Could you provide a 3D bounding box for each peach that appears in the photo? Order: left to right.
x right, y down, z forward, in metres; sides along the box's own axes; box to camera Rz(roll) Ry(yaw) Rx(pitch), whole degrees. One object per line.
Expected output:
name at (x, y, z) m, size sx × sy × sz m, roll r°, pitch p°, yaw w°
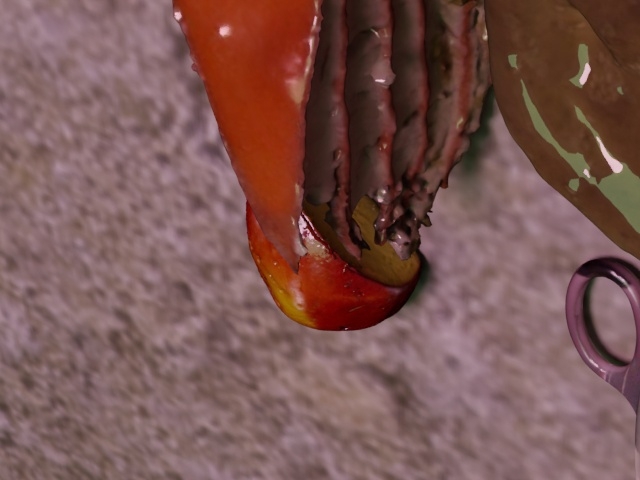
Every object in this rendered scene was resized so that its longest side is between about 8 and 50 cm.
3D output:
peach at (0.000, 0.000, 0.790) m, size 0.077 × 0.050 × 0.083 m, roll 18°, pitch 129°, yaw 30°

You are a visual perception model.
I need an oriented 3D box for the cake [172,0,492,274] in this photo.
cake at (-0.006, -0.117, 0.662) m, size 0.135 × 0.098 × 0.287 m, roll 14°, pitch 126°, yaw 32°

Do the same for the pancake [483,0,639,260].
pancake at (0.144, -0.054, 0.611) m, size 0.242 × 0.050 × 0.242 m, roll 25°, pitch 135°, yaw 27°

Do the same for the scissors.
scissors at (0.137, 0.088, 0.757) m, size 0.085 × 0.022 × 0.176 m, roll 16°, pitch 129°, yaw 36°
